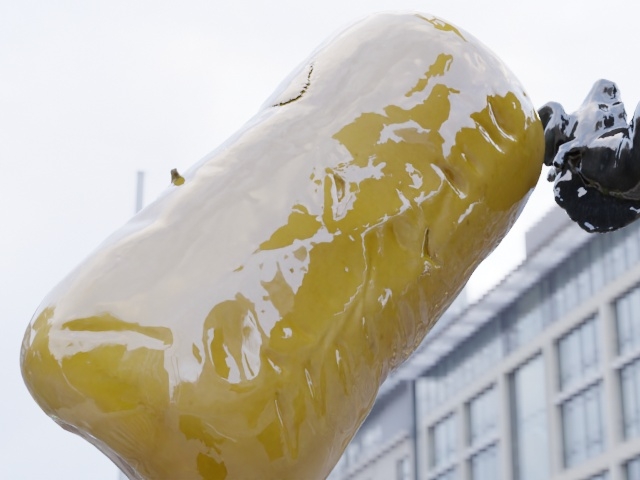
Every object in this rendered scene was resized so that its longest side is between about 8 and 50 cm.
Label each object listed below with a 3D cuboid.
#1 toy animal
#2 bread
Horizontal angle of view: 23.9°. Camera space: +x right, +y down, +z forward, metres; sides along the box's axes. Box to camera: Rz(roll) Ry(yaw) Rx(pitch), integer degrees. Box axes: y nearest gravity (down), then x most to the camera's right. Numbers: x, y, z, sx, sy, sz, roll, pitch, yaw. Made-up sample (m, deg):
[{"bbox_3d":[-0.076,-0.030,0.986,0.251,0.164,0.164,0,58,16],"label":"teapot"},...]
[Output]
[{"bbox_3d":[0.206,-0.057,0.742,0.084,0.148,0.233,46,-20,-27],"label":"toy animal"},{"bbox_3d":[0.000,0.000,0.693,0.142,0.305,0.091,46,-37,-7],"label":"bread"}]
